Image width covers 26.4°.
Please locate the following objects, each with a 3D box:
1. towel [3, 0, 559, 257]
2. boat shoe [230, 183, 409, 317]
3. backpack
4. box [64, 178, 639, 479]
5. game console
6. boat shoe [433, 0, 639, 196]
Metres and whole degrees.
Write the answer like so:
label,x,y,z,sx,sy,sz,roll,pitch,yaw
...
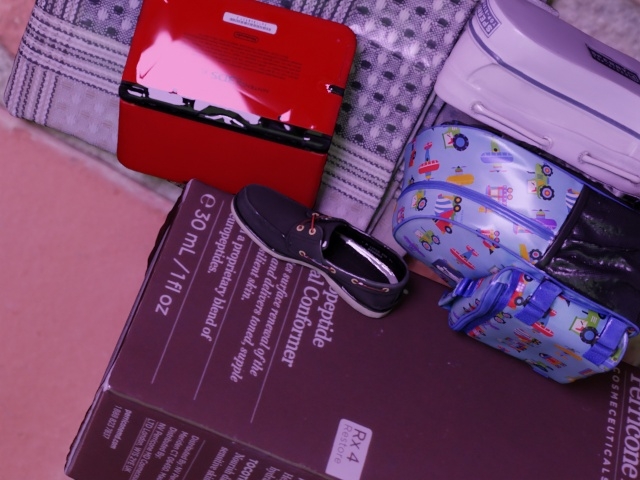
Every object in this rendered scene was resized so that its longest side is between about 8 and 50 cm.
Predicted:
label,x,y,z,sx,sy,sz,roll,pitch,yaw
towel,-0.023,-0.148,0.925,0.324,0.056,0.312,25,113,-8
boat shoe,0.001,-0.001,0.919,0.133,0.049,0.042,34,139,5
backpack,0.122,0.003,0.886,0.173,0.158,0.117,29,77,-6
box,0.038,0.131,0.954,0.381,0.191,0.143,23,140,-8
game console,-0.059,-0.096,0.928,0.144,0.085,0.124,15,86,-1
boat shoe,0.192,-0.073,0.917,0.258,0.095,0.084,29,120,-18
